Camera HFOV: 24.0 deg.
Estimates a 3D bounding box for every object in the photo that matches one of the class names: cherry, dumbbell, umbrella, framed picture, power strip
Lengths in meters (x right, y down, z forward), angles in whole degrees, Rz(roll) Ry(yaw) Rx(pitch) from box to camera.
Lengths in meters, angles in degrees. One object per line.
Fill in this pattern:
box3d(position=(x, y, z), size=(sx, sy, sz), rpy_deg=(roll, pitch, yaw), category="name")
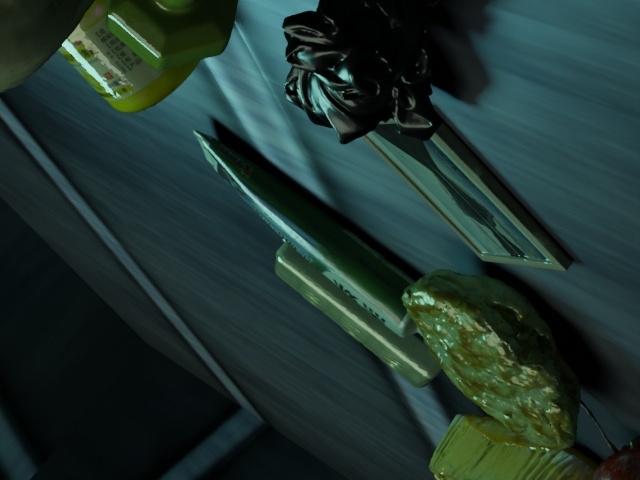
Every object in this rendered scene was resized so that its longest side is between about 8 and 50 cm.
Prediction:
box3d(position=(0.318, 0.240, 1.640), size=(0.225, 0.090, 0.107), rpy_deg=(55, -174, 13), category="cherry")
box3d(position=(-0.104, -0.221, 1.184), size=(0.108, 0.121, 0.302), rpy_deg=(12, 171, -10), category="dumbbell")
box3d(position=(0.033, -0.129, 1.130), size=(0.272, 0.122, 0.110), rpy_deg=(92, 171, -79), category="umbrella")
box3d(position=(0.121, -0.047, 1.345), size=(0.203, 0.015, 0.150), rpy_deg=(45, 166, -20), category="framed picture")
box3d(position=(0.049, 0.079, 1.856), size=(0.256, 0.070, 0.105), rpy_deg=(40, 167, 6), category="power strip")

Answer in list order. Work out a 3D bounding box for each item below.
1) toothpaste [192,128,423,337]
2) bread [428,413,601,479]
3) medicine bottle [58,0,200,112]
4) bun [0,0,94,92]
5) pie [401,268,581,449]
box3d(position=(0.000, 0.000, 1.742), size=(0.392, 0.061, 0.099), rpy_deg=(38, 170, 16), category="toothpaste")
box3d(position=(0.261, 0.313, 1.936), size=(0.152, 0.119, 0.288), rpy_deg=(48, 164, -21), category="bread")
box3d(position=(-0.216, -0.232, 1.430), size=(0.212, 0.122, 0.122), rpy_deg=(47, 165, -29), category="medicine bottle")
box3d(position=(-0.281, -0.288, 1.131), size=(0.326, 0.234, 0.362), rpy_deg=(85, 171, -45), category="bun")
box3d(position=(0.191, 0.121, 1.549), size=(0.201, 0.090, 0.248), rpy_deg=(28, 158, 38), category="pie")
